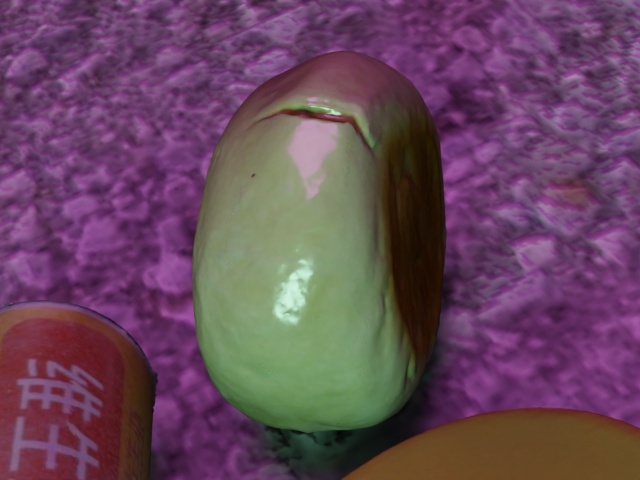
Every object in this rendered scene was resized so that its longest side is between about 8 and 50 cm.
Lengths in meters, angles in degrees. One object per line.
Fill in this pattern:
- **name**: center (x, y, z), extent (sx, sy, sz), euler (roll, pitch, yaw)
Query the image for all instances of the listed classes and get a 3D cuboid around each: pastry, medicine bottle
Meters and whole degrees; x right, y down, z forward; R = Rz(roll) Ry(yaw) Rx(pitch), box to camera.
- **pastry**: center (0.000, 0.000, 0.762), extent (0.092, 0.156, 0.156), euler (0, 42, 11)
- **medicine bottle**: center (-0.108, 0.175, 0.602), extent (0.108, 0.108, 0.426), euler (-14, 33, 5)

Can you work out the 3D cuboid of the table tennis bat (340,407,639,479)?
- **table tennis bat**: center (0.088, 0.130, 0.601), extent (0.320, 0.050, 0.198), euler (-9, 40, 37)
